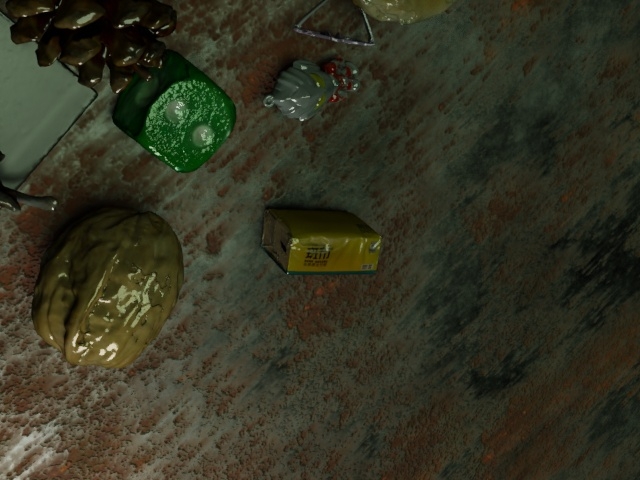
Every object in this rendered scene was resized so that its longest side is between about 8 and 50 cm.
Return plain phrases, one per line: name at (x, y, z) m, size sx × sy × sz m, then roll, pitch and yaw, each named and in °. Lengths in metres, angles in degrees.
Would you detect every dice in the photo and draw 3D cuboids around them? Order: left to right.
dice at (-0.200, -0.177, 1.050) m, size 0.120 × 0.128 × 0.131 m, roll 37°, pitch 89°, yaw -38°

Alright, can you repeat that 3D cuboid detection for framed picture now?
framed picture at (-0.490, -0.143, 0.973) m, size 0.339 × 0.014 × 0.255 m, roll -50°, pitch 125°, yaw -1°

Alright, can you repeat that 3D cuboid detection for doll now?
doll at (-0.011, -0.236, 1.168) m, size 0.180 × 0.079 × 0.094 m, roll -23°, pitch 122°, yaw -33°

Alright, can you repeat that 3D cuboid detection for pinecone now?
pinecone at (-0.279, -0.315, 0.888) m, size 0.244 × 0.244 × 0.309 m, roll -26°, pitch 139°, yaw -17°

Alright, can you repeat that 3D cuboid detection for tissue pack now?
tissue pack at (0.000, 0.000, 1.248) m, size 0.169 × 0.120 × 0.082 m, roll 1°, pitch 113°, yaw -29°

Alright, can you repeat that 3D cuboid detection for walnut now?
walnut at (-0.299, 0.066, 1.071) m, size 0.198 × 0.198 × 0.245 m, roll 19°, pitch 99°, yaw -34°

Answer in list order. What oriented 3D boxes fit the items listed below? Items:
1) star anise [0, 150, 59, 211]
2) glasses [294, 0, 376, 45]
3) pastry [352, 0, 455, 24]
star anise at (-0.458, -0.087, 0.952) m, size 0.209 × 0.089 × 0.231 m, roll -39°, pitch 120°, yaw 6°
glasses at (0.030, -0.352, 1.142) m, size 0.139 × 0.062 × 0.104 m, roll 4°, pitch 108°, yaw -32°
pastry at (0.119, -0.468, 1.085) m, size 0.329 × 0.136 × 0.330 m, roll -12°, pitch 113°, yaw -29°
